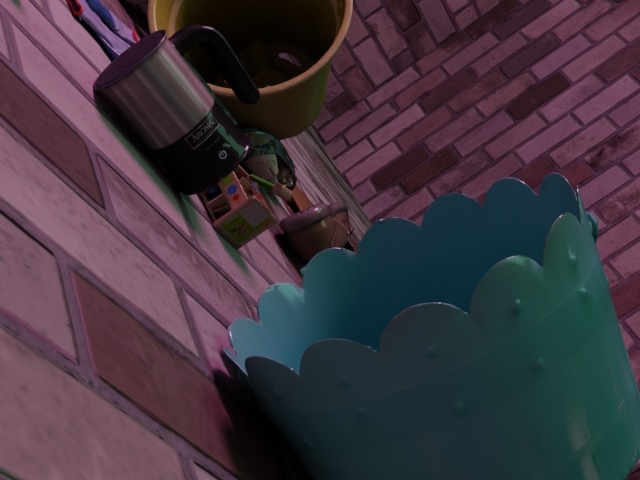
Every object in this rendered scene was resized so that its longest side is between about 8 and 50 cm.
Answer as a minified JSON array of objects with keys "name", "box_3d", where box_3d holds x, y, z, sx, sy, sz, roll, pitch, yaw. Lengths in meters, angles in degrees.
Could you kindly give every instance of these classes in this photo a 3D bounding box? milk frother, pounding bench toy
[{"name":"milk frother","box_3d":[-0.146,-0.131,0.931,0.143,0.129,0.135,-6,-50,46]},{"name":"pounding bench toy","box_3d":[-0.075,-0.047,0.994,0.052,0.083,0.065,47,11,-53]}]

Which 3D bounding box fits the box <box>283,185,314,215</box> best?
[{"name":"box","box_3d":[-0.023,-0.044,1.678,0.201,0.021,0.164,48,10,-53]}]

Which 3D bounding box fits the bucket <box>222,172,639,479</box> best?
[{"name":"bucket","box_3d":[0.090,0.090,0.704,0.281,0.281,0.183,-95,160,-78]}]

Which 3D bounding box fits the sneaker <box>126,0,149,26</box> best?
[{"name":"sneaker","box_3d":[-0.246,-0.427,1.445,0.162,0.106,0.281,66,24,-58]}]

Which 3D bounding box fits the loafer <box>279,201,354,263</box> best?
[{"name":"loafer","box_3d":[0.000,0.000,1.380,0.251,0.094,0.087,-9,77,-78]}]

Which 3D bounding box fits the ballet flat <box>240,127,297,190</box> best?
[{"name":"ballet flat","box_3d":[-0.077,-0.114,1.456,0.070,0.070,0.188,58,10,20]}]

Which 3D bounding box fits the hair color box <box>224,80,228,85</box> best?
[{"name":"hair color box","box_3d":[-0.121,-0.185,1.561,0.141,0.043,0.072,56,6,12]}]

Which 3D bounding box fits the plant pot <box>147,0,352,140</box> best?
[{"name":"plant pot","box_3d":[-0.088,-0.275,1.402,0.276,0.276,0.254,58,-7,18]}]

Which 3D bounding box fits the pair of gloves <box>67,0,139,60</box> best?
[{"name":"pair of gloves","box_3d":[-0.238,-0.245,1.079,0.159,0.023,0.198,48,9,-49]}]

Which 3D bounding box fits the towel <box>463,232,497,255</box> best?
[{"name":"towel","box_3d":[0.111,0.113,0.896,0.199,0.275,0.031,56,42,-5]}]
